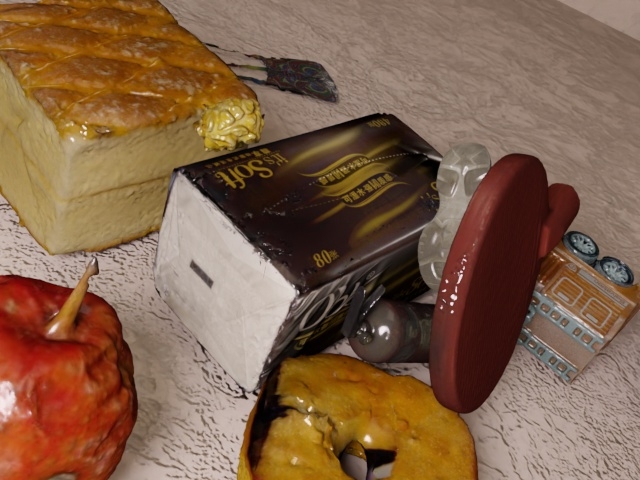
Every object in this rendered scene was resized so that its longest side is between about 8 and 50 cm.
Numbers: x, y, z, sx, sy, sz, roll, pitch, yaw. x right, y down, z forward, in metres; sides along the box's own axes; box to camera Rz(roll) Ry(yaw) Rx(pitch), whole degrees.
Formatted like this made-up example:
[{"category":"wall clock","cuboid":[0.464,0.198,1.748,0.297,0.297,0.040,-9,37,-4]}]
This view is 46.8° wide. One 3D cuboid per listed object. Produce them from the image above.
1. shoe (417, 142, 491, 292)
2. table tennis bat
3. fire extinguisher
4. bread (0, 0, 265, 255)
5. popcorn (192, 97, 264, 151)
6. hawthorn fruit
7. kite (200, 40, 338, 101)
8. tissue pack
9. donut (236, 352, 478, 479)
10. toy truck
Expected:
[{"category":"shoe","cuboid":[0.167,-0.017,0.821,0.071,0.169,0.099,7,-10,36]},{"category":"table tennis bat","cuboid":[0.213,0.024,0.811,0.051,0.268,0.415,14,29,28]},{"category":"fire extinguisher","cuboid":[0.105,0.096,0.834,0.268,0.089,0.072,12,26,-50]},{"category":"bread","cuboid":[-0.269,-0.154,0.921,0.279,0.207,0.279,-24,59,-42]},{"category":"popcorn","cuboid":[-0.100,-0.126,0.805,0.083,0.057,0.082,-17,13,-30]},{"category":"hawthorn fruit","cuboid":[-0.230,0.108,0.587,0.208,0.243,0.207,29,26,-15]},{"category":"kite","cuboid":[-0.105,-0.313,1.352,0.286,0.015,0.152,9,37,-22]},{"category":"tissue pack","cuboid":[0.000,0.000,0.882,0.370,0.198,0.210,-24,63,-43]},{"category":"donut","cuboid":[0.037,0.217,0.710,0.254,0.118,0.253,13,40,-11]},{"category":"toy truck","cuboid":[0.273,0.046,1.019,0.305,0.136,0.162,39,43,17]}]
